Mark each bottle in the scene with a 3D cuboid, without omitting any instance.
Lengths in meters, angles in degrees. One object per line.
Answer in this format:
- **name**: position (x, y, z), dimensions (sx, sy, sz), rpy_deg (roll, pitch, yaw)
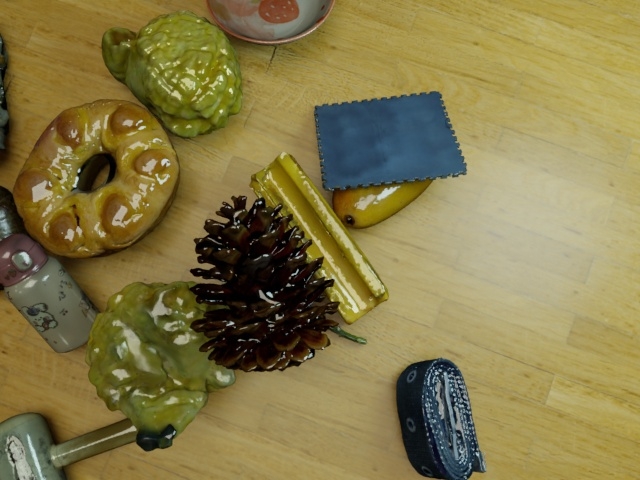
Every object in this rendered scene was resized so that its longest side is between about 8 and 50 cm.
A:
- **bottle**: position (-0.512, 0.093, 1.193), dimensions (0.110, 0.110, 0.233), rpy_deg (-30, 117, -2)

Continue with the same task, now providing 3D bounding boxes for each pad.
- **pad**: position (0.125, -0.197, 1.241), dimensions (0.269, 0.012, 0.269), rpy_deg (-5, 46, 2)

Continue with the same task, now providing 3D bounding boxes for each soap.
- **soap**: position (0.000, -0.001, 1.197), dimensions (0.096, 0.204, 0.324), rpy_deg (-36, 82, 0)

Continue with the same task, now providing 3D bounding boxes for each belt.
- **belt**: position (0.205, 0.330, 1.191), dimensions (0.122, 0.128, 0.217), rpy_deg (-4, 79, -29)

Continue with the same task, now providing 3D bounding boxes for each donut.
- **donut**: position (-0.424, -0.116, 1.251), dimensions (0.318, 0.150, 0.299), rpy_deg (-19, 82, 0)

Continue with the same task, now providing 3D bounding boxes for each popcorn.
- **popcorn**: position (-0.270, -0.342, 1.274), dimensions (0.225, 0.173, 0.286), rpy_deg (-40, 72, -19)
- **popcorn**: position (-0.274, 0.188, 1.162), dimensions (0.293, 0.237, 0.292), rpy_deg (-1, 80, 6)

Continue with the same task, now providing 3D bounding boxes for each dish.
- **dish**: position (-0.097, -0.485, 1.316), dimensions (0.261, 0.085, 0.260), rpy_deg (-1, 71, 2)

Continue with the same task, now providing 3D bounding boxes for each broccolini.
- **broccolini**: position (0.007, 0.147, 1.265), dimensions (0.194, 0.054, 0.052), rpy_deg (41, 116, 0)

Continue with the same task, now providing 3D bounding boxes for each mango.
- **mango**: position (0.125, -0.114, 1.249), dimensions (0.253, 0.113, 0.138), rpy_deg (-34, 37, -20)

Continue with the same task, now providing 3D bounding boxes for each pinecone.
- **pinecone**: position (-0.100, 0.069, 1.022), dimensions (0.247, 0.246, 0.291), rpy_deg (-17, 92, -1)

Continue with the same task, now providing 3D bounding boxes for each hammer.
- **hammer**: position (-0.451, 0.387, 1.211), dimensions (0.306, 0.113, 0.201), rpy_deg (-21, 85, -6)

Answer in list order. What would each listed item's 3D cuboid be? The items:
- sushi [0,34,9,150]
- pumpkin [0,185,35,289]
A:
- **sushi**: position (-0.729, -0.304, 1.263), dimensions (0.171, 0.211, 0.349), rpy_deg (-11, 76, 5)
- **pumpkin**: position (-0.665, 0.001, 1.247), dimensions (0.219, 0.162, 0.218), rpy_deg (-3, 101, -16)
